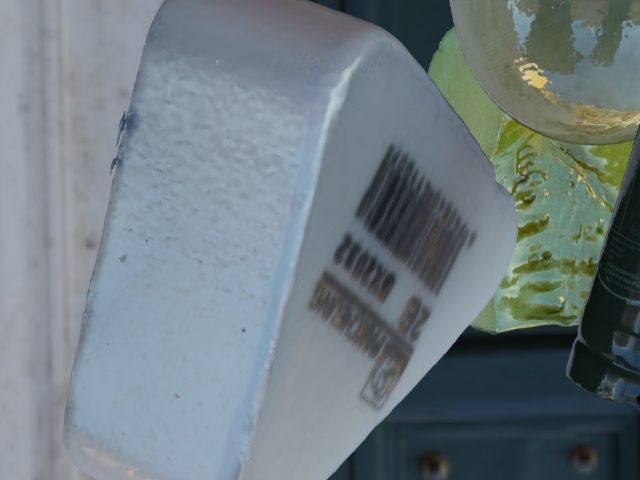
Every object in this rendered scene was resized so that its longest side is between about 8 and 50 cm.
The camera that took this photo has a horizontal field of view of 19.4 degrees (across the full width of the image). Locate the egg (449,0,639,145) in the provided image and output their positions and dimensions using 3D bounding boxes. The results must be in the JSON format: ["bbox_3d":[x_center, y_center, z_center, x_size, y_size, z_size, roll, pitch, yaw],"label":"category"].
[{"bbox_3d":[0.205,-0.218,1.442,0.218,0.295,0.218,-7,166,-2],"label":"egg"}]

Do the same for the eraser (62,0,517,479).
[{"bbox_3d":[0.000,0.000,1.193,0.150,0.331,0.331,22,-168,26],"label":"eraser"}]

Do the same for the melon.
[{"bbox_3d":[0.236,-0.074,1.915,0.331,0.344,0.226,2,-165,28],"label":"melon"}]

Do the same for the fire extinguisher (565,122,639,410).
[{"bbox_3d":[0.239,-0.046,1.120,0.095,0.311,0.114,3,-164,-42],"label":"fire extinguisher"}]
